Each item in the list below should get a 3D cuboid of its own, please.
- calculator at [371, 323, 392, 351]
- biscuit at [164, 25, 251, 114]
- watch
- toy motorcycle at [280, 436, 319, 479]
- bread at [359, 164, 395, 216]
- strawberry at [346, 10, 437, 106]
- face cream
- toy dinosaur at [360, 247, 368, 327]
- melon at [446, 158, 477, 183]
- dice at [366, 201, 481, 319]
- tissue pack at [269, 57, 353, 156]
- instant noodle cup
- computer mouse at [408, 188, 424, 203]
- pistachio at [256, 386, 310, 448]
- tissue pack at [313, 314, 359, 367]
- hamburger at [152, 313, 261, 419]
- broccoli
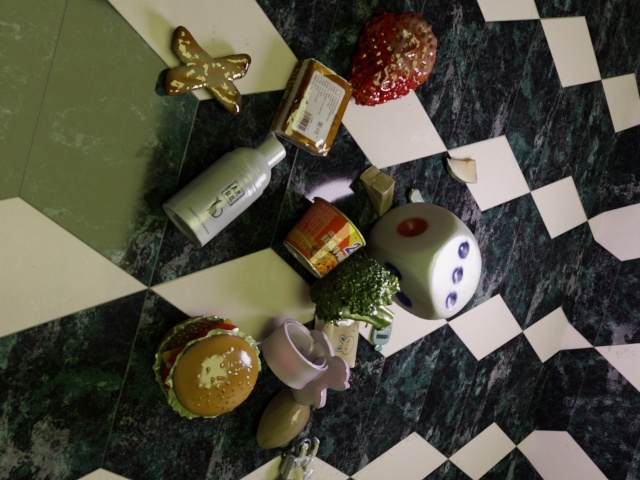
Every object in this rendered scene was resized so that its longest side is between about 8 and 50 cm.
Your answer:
[{"bbox_3d":[0.232,0.344,1.894,0.095,0.021,0.152,12,94,-40],"label":"calculator"},{"bbox_3d":[-0.279,-0.415,1.250,0.208,0.047,0.164,9,96,-40],"label":"biscuit"},{"bbox_3d":[-0.066,0.371,1.523,0.211,0.248,0.218,-42,143,16],"label":"watch"},{"bbox_3d":[-0.073,0.790,1.746,0.151,0.074,0.228,30,81,-43],"label":"toy motorcycle"},{"bbox_3d":[0.192,-0.167,1.715,0.077,0.105,0.152,-43,157,-22],"label":"bread"},{"bbox_3d":[0.231,-0.550,1.556,0.336,0.149,0.265,-50,129,-15],"label":"strawberry"},{"bbox_3d":[-0.220,-0.157,1.306,0.369,0.145,0.145,-45,126,-19],"label":"face cream"},{"bbox_3d":[0.135,0.154,1.705,0.055,0.102,0.279,-1,75,-61],"label":"toy dinosaur"},{"bbox_3d":[0.542,-0.270,1.948,0.182,0.054,0.097,-5,99,-38],"label":"melon"},{"bbox_3d":[0.350,0.068,1.718,0.277,0.304,0.304,-41,127,-21],"label":"dice"},{"bbox_3d":[-0.019,-0.376,1.440,0.183,0.092,0.225,23,87,-40],"label":"tissue pack"},{"bbox_3d":[0.000,0.000,1.504,0.174,0.213,0.213,-45,126,-9],"label":"instant noodle cup"},{"bbox_3d":[0.349,-0.143,1.842,0.056,0.032,0.110,-39,113,-25],"label":"computer mouse"},{"bbox_3d":[-0.118,0.573,1.621,0.226,0.136,0.136,-50,128,-8],"label":"pistachio"},{"bbox_3d":[0.051,0.341,1.702,0.149,0.092,0.196,-3,105,-39],"label":"tissue pack"},{"bbox_3d":[-0.293,0.343,1.347,0.275,0.212,0.274,-12,109,-36],"label":"hamburger"},{"bbox_3d":[0.111,0.159,1.558,0.260,0.288,0.235,7,101,-19],"label":"broccoli"}]
